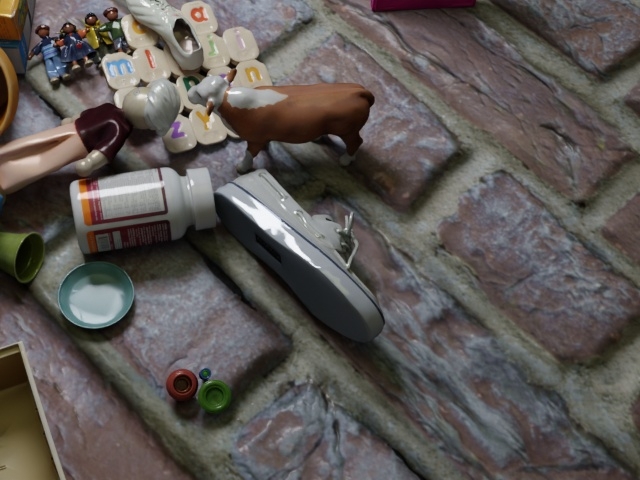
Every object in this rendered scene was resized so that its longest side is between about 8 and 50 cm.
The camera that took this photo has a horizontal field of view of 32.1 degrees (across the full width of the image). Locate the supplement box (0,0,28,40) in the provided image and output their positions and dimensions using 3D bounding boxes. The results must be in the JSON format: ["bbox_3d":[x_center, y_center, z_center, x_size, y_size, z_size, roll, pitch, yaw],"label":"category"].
[{"bbox_3d":[-0.623,-0.398,1.894,0.234,0.080,0.078,5,63,2],"label":"supplement box"}]

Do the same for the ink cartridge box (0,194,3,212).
[{"bbox_3d":[-0.579,0.019,1.592,0.129,0.307,0.223,11,87,2],"label":"ink cartridge box"}]

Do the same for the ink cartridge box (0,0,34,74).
[{"bbox_3d":[-0.595,-0.403,1.991,0.148,0.086,0.203,1,61,-3],"label":"ink cartridge box"}]

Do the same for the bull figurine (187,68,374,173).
[{"bbox_3d":[-0.066,-0.202,1.862,0.311,0.188,0.101,0,60,-5],"label":"bull figurine"}]

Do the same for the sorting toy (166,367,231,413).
[{"bbox_3d":[-0.185,0.225,1.702,0.102,0.042,0.061,23,76,-5],"label":"sorting toy"}]

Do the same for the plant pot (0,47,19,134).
[{"bbox_3d":[-0.587,-0.254,1.831,0.205,0.188,0.205,0,104,-1],"label":"plant pot"}]

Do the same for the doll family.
[{"bbox_3d":[-0.426,-0.355,1.983,0.193,0.076,0.111,-19,83,-20],"label":"doll family"}]

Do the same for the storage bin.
[{"bbox_3d":[-0.504,0.319,1.570,0.260,0.123,0.262,-18,64,-15],"label":"storage bin"}]

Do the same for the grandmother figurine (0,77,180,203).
[{"bbox_3d":[-0.387,-0.168,1.818,0.342,0.104,0.207,-26,45,-4],"label":"grandmother figurine"}]

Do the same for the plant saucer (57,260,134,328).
[{"bbox_3d":[-0.356,0.090,1.769,0.119,0.021,0.119,2,60,-3],"label":"plant saucer"}]

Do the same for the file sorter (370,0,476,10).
[{"bbox_3d":[0.196,-0.593,2.050,0.202,0.290,0.182,-4,58,-7],"label":"file sorter"}]

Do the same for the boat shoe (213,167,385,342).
[{"bbox_3d":[-0.001,0.004,1.796,0.156,0.135,0.367,-36,59,-25],"label":"boat shoe"}]

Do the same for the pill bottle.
[{"bbox_3d":[-0.285,-0.053,1.799,0.221,0.121,0.121,-9,62,-10],"label":"pill bottle"}]

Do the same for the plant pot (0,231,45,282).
[{"bbox_3d":[-0.496,0.018,1.772,0.079,0.083,0.083,14,60,17],"label":"plant pot"}]

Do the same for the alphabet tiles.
[{"bbox_3d":[-0.234,-0.289,1.966,0.284,0.021,0.278,-17,75,-21],"label":"alphabet tiles"}]

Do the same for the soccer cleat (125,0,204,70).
[{"bbox_3d":[-0.267,-0.382,1.938,0.068,0.076,0.196,-37,82,-25],"label":"soccer cleat"}]
